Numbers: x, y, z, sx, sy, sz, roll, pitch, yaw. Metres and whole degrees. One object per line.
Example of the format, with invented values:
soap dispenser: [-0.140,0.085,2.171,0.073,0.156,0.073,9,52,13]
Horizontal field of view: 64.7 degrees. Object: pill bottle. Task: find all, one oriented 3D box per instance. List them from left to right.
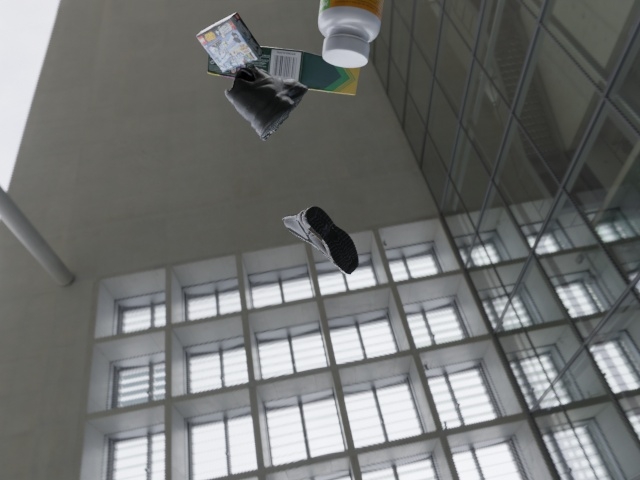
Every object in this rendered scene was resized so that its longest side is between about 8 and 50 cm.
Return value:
pill bottle: [0.068,-0.514,1.098,0.137,0.136,0.245,7,-91,9]

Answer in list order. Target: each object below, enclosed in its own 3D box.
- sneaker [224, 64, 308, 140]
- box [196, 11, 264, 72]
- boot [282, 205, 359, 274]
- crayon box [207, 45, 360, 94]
sneaker: [-0.108,-0.301,1.022,0.130,0.109,0.286,40,-161,-11]
box: [-0.191,-0.412,1.060,0.137,0.094,0.027,4,-128,47]
boot: [0.000,0.000,1.260,0.077,0.197,0.137,-44,-160,-27]
crayon box: [-0.111,-0.536,1.577,0.363,0.105,0.313,19,-160,30]
